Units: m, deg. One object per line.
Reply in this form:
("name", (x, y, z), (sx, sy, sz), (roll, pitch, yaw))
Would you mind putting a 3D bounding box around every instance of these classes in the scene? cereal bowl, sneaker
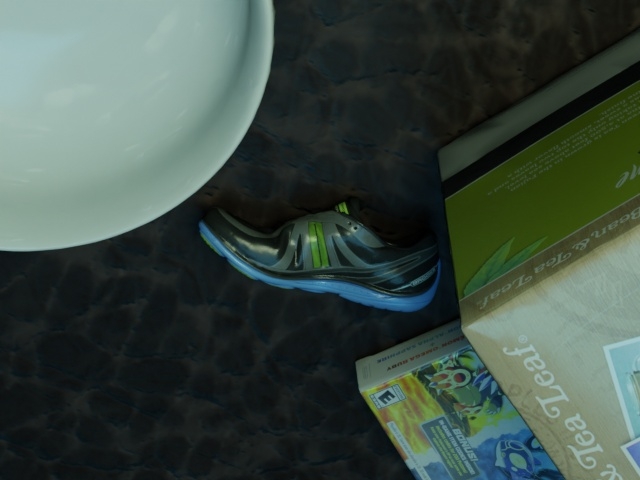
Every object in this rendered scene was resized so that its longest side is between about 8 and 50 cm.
("cereal bowl", (-0.200, -0.167, 1.093), (0.339, 0.141, 0.339), (-2, 124, -2))
("sneaker", (0.000, 0.000, 1.270), (0.188, 0.067, 0.078), (11, 101, -8))

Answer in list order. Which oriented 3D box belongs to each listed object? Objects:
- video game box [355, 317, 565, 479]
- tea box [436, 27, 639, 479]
("video game box", (0.156, 0.145, 1.377), (0.187, 0.048, 0.205), (-26, 121, 11))
("tea box", (0.255, 0.064, 1.122), (0.220, 0.323, 0.329), (-31, 109, 14))
